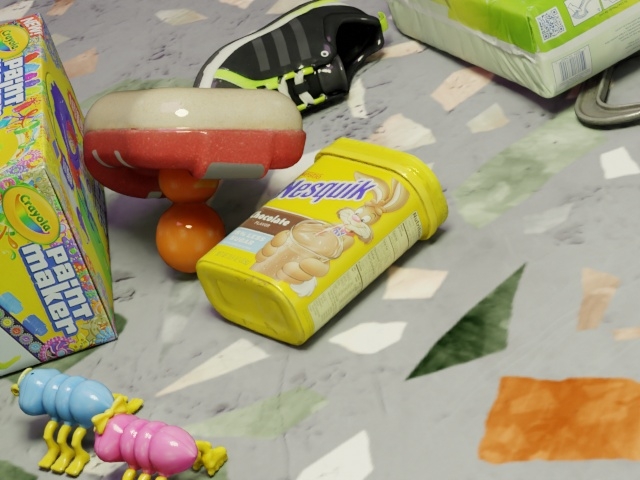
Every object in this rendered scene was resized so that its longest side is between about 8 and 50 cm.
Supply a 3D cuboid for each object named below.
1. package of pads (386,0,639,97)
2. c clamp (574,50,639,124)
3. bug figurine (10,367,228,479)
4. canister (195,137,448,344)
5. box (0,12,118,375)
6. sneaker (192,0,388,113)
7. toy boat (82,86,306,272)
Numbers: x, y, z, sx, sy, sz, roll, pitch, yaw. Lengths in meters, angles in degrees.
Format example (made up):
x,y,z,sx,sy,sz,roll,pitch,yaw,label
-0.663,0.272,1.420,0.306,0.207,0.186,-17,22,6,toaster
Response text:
x,y,z,sx,sy,sz,roll,pitch,yaw,label
0.215,-0.245,1.771,0.229,0.101,0.296,-29,29,-14,package of pads
0.285,-0.146,1.665,0.137,0.022,0.160,-2,36,27,c clamp
-0.197,0.179,1.386,0.216,0.072,0.279,5,39,34,bug figurine
0.000,0.000,1.552,0.126,0.073,0.170,17,49,45,canister
-0.334,-0.019,1.668,0.279,0.177,0.290,-18,32,1,box
-0.024,-0.155,1.790,0.097,0.084,0.234,12,44,38,sneaker
-0.109,-0.049,1.626,0.151,0.151,0.231,0,2,-23,toy boat
